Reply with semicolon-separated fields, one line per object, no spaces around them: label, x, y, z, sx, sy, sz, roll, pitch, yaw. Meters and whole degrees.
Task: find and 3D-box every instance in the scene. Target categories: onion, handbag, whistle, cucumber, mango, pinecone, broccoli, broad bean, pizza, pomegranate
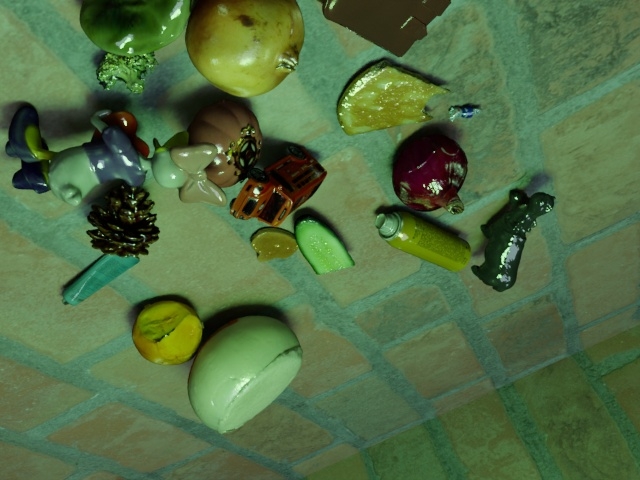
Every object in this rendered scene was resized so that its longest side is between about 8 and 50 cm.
onion;0.267;-0.143;1.410;0.195;0.218;0.139;-38;136;20
handbag;0.145;-0.471;1.049;0.275;0.084;0.260;4;139;-47
whistle;0.344;-0.302;1.406;0.083;0.029;0.033;-6;107;-9
cucumber;0.000;0.000;1.586;0.115;0.063;0.244;-20;141;10
mango;-0.428;0.277;1.677;0.187;0.138;0.257;-28;150;-23
pinecone;-0.428;-0.042;1.298;0.173;0.174;0.174;-12;140;-10
broccoli;-0.350;-0.308;1.070;0.096;0.092;0.095;-13;164;-32
broad bean;-0.295;-0.392;0.975;0.206;0.153;0.072;-37;-178;15
pizza;0.165;-0.317;1.312;0.261;0.034;0.181;-7;140;-14
pomegranate;-0.131;-0.348;1.025;0.208;0.209;0.209;-12;140;-10

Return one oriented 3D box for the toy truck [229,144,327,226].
toy truck;-0.088;-0.113;1.291;0.107;0.114;0.252;-53;175;35

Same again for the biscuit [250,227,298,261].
biscuit;-0.129;0.014;1.581;0.140;0.023;0.118;24;124;-41

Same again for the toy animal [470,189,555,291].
toy animal;0.546;-0.015;1.722;0.106;0.168;0.343;3;122;-22

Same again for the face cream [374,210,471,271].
face cream;0.284;-0.003;1.667;0.348;0.105;0.105;21;126;-39

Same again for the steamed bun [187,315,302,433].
steamed bun;-0.237;0.371;1.752;0.374;0.241;0.374;-40;162;-16

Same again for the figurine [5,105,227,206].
figurine;-0.383;-0.145;1.096;0.420;0.193;0.154;-3;137;2

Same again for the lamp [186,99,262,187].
lamp;-0.203;-0.199;1.211;0.182;0.140;0.182;-45;147;-42

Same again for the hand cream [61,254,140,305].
hand cream;-0.563;0.093;1.486;0.224;0.048;0.083;-35;139;8
